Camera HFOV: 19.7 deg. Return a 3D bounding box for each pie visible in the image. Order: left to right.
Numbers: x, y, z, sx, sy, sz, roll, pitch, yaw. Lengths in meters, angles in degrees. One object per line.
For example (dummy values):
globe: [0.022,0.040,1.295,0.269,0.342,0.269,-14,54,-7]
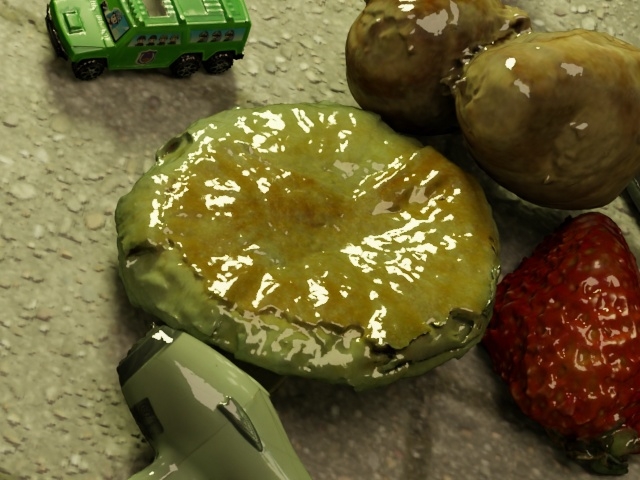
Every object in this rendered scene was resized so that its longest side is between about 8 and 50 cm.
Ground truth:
pie: [0.000,0.000,1.370,0.306,0.071,0.306,8,47,-8]

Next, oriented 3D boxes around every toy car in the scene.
toy car: [-0.135,-0.173,1.457,0.165,0.062,0.071,-7,60,-32]

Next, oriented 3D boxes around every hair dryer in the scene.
hair dryer: [-0.068,0.194,1.221,0.219,0.088,0.225,30,61,-11]

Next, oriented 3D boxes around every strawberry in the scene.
strawberry: [0.215,0.057,1.441,0.175,0.107,0.236,4,54,-26]

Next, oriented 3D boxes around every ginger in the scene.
ginger: [0.135,-0.142,1.496,0.304,0.155,0.244,38,29,20]

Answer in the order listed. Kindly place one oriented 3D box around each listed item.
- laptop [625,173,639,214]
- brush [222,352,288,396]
laptop: [0.351,-0.010,1.618,0.154,0.026,0.207,-9,60,-32]
brush: [0.011,0.044,1.399,0.085,0.020,0.336,42,48,8]
